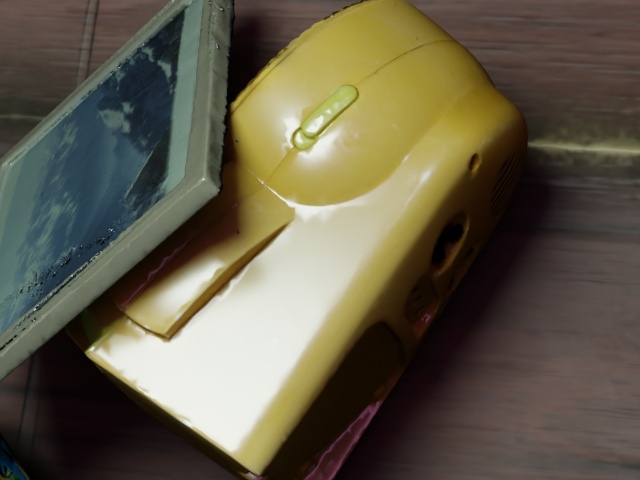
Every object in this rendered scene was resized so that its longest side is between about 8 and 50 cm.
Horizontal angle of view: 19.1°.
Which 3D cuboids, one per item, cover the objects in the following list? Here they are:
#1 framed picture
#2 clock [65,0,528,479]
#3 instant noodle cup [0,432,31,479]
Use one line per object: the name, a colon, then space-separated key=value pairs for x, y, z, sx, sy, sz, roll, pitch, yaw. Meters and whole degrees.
framed picture: x=-0.149 y=-0.039 z=1.228 sx=0.247 sy=0.335 sz=0.022 roll=-39 pitch=113 yaw=20
clock: x=0.000 y=0.000 z=1.237 sx=0.200 sy=0.244 sz=0.317 roll=40 pitch=81 yaw=15
instant noodle cup: x=-0.280 y=0.203 z=1.250 sx=0.240 sy=0.240 sz=0.178 roll=-32 pitch=62 yaw=1
